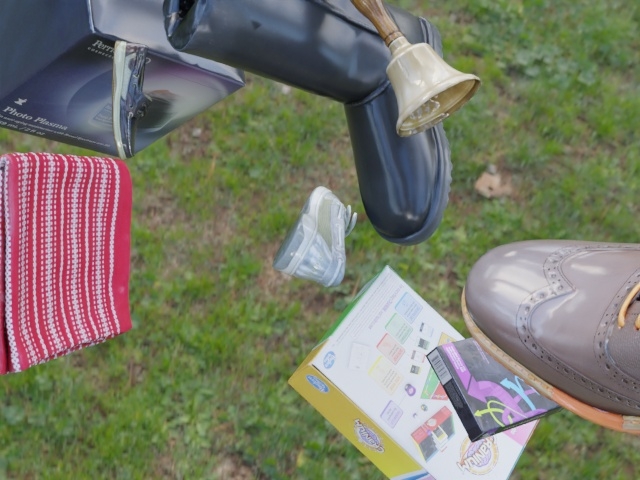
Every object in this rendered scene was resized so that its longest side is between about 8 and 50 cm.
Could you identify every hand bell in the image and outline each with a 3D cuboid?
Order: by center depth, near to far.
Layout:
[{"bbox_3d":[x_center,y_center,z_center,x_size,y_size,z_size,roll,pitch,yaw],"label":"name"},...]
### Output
[{"bbox_3d":[0.093,-0.269,1.432,0.126,0.126,0.242,-23,75,-28],"label":"hand bell"}]

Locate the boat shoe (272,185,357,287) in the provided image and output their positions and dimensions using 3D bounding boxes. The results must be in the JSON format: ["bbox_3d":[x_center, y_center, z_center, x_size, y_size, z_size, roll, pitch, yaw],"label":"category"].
[{"bbox_3d":[0.001,-0.002,1.743,0.103,0.118,0.320,31,13,-2],"label":"boat shoe"}]

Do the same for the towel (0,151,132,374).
[{"bbox_3d":[-0.244,0.015,1.076,0.031,0.275,0.199,2,93,11],"label":"towel"}]

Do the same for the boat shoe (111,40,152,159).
[{"bbox_3d":[-0.240,-0.179,1.402,0.049,0.056,0.152,-1,92,-4],"label":"boat shoe"}]

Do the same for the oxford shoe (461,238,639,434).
[{"bbox_3d":[0.225,0.044,0.632,0.363,0.133,0.130,13,65,41],"label":"oxford shoe"}]

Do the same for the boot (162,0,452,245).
[{"bbox_3d":[-0.010,-0.214,1.476,0.445,0.146,0.367,21,61,-47],"label":"boot"}]

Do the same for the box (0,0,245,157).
[{"bbox_3d":[-0.323,-0.280,1.656,0.296,0.294,0.183,12,60,-48],"label":"box"}]

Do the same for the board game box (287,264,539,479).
[{"bbox_3d":[0.139,0.219,1.527,0.316,0.064,0.242,44,45,-1],"label":"board game box"}]

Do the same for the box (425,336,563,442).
[{"bbox_3d":[0.214,0.166,1.310,0.162,0.029,0.116,-9,62,-40],"label":"box"}]
